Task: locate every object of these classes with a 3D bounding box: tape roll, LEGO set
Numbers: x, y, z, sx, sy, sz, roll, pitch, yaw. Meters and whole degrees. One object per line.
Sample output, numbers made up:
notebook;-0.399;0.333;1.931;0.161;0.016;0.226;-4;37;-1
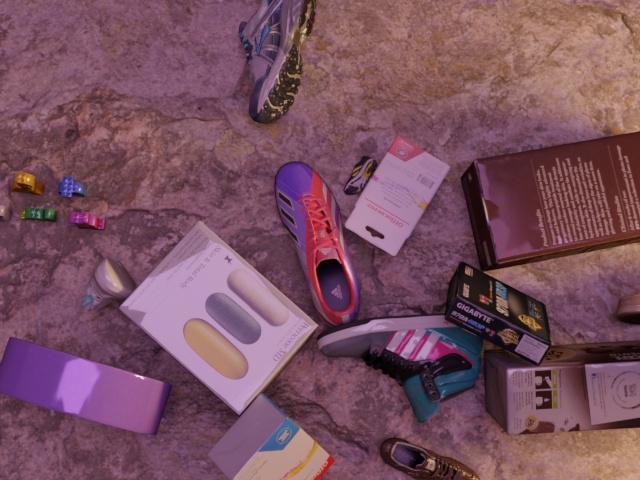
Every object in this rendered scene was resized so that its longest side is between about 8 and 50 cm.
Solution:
tape roll;-0.387;0.238;1.614;0.275;0.275;0.090;16;80;0
LEGO set;-0.502;-0.078;1.756;0.227;0.093;0.087;4;80;-2

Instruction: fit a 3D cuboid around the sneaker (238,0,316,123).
sneaker;-0.096;-0.351;1.833;0.122;0.110;0.283;11;77;18

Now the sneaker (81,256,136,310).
sneaker;-0.368;0.085;1.675;0.094;0.212;0.080;-34;90;-7

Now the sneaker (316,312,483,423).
sneaker;0.146;0.230;1.723;0.295;0.124;0.178;-4;71;-4

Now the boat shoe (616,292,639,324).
boat shoe;0.667;0.085;1.778;0.302;0.109;0.098;-9;75;-10

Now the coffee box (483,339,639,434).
coffee box;0.446;0.250;1.694;0.297;0.168;0.119;-3;95;-3

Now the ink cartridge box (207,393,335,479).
ink cartridge box;-0.068;0.368;1.631;0.134;0.231;0.078;-48;48;-9

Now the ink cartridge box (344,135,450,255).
ink cartridge box;0.136;-0.075;1.798;0.115;0.067;0.198;32;79;3

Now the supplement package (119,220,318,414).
supplement package;-0.168;0.139;1.680;0.262;0.198;0.199;41;80;5

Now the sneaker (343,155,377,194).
sneaker;0.071;-0.121;1.825;0.083;0.035;0.031;-49;127;7

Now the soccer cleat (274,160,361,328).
soccer cleat;0.000;0.000;1.753;0.108;0.116;0.318;-17;81;-5

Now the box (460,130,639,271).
box;0.464;-0.073;1.778;0.381;0.143;0.191;-9;81;-6

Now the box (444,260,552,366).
box;0.305;0.122;1.697;0.175;0.220;0.051;27;107;3

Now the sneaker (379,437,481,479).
sneaker;0.192;0.399;1.715;0.188;0.071;0.066;21;80;2
